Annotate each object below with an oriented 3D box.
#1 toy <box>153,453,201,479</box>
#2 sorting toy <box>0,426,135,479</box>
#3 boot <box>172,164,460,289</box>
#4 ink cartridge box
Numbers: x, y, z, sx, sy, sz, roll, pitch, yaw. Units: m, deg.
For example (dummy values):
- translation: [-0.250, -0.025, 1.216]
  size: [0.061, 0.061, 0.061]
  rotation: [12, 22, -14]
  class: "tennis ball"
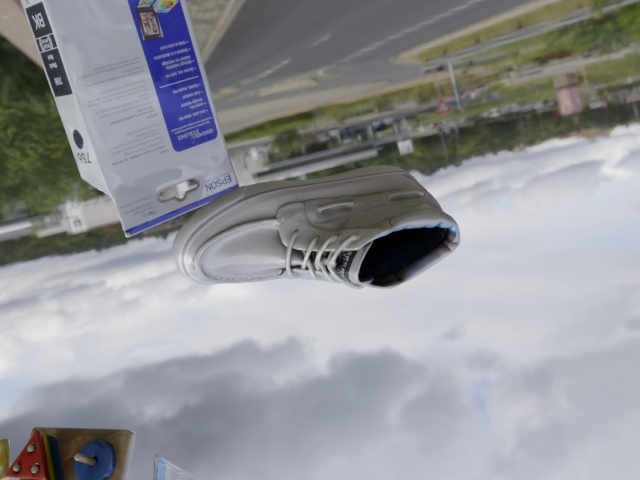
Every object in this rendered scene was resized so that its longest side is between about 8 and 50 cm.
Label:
- translation: [-0.151, 0.394, 1.115]
  size: [0.056, 0.137, 0.237]
  rotation: [-16, 142, 13]
  class: "toy"
- translation: [-0.276, 0.254, 0.823]
  size: [0.275, 0.132, 0.046]
  rotation: [-4, 152, 24]
  class: "sorting toy"
- translation: [0.000, 0.000, 0.746]
  size: [0.258, 0.095, 0.123]
  rotation: [-18, -147, -17]
  class: "boot"
- translation: [-0.209, -0.185, 0.875]
  size: [0.165, 0.332, 0.065]
  rotation: [-26, -162, -38]
  class: "ink cartridge box"
